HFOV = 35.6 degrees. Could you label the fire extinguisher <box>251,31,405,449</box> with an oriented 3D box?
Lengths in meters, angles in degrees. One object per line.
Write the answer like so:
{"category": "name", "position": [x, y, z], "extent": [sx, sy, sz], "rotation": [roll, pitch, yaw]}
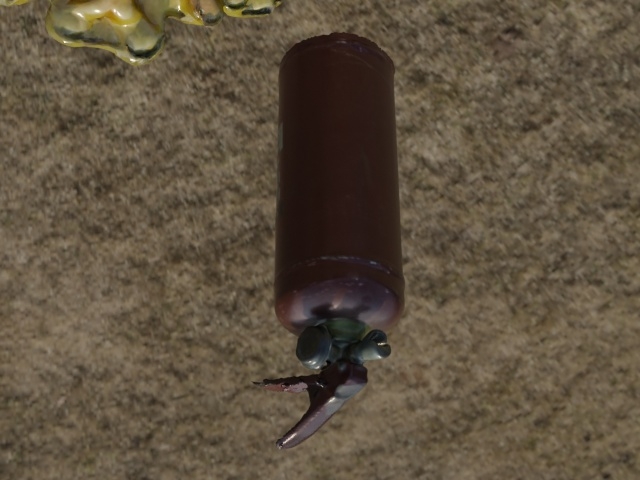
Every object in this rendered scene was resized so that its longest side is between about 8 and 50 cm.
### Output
{"category": "fire extinguisher", "position": [0.000, 0.000, 0.822], "extent": [0.106, 0.337, 0.147], "rotation": [24, 143, -34]}

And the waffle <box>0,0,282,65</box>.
{"category": "waffle", "position": [-0.097, -0.208, 0.473], "extent": [0.237, 0.059, 0.243], "rotation": [3, 108, -28]}
